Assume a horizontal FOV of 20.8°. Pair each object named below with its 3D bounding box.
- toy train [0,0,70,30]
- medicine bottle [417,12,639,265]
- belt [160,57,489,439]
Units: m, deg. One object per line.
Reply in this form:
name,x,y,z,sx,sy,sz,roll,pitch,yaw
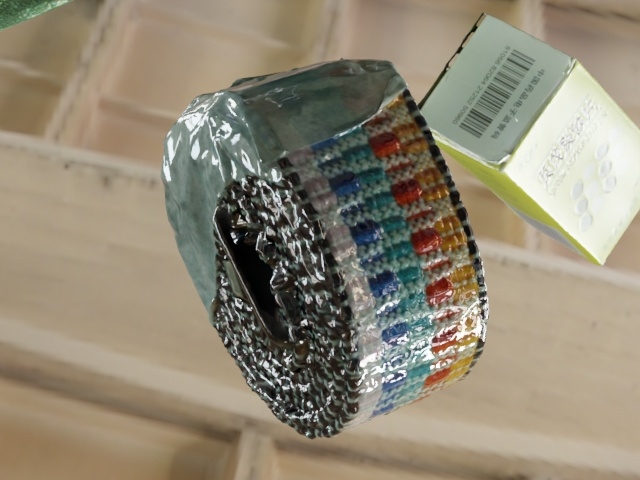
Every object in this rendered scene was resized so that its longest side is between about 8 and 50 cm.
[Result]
toy train,-0.407,-0.425,2.415,0.442,0.179,0.272,-17,-142,31
medicine bottle,0.224,-0.098,1.761,0.141,0.137,0.250,36,179,40
belt,0.000,0.000,1.204,0.150,0.207,0.258,-21,-100,-30
